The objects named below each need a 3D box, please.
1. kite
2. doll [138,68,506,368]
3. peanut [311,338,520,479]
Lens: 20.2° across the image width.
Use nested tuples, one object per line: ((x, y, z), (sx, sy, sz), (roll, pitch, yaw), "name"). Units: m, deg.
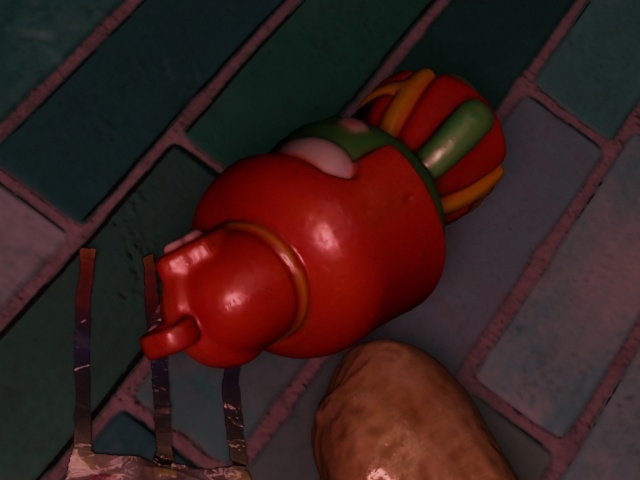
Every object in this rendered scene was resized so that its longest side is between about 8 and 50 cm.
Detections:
((-0.108, 0.170, 1.272), (0.204, 0.022, 0.360), (6, 59, -14), "kite")
((0.000, -0.001, 1.308), (0.363, 0.182, 0.160), (-32, 98, -41), "doll")
((0.076, 0.189, 1.272), (0.137, 0.122, 0.253), (-21, 73, -44), "peanut")
